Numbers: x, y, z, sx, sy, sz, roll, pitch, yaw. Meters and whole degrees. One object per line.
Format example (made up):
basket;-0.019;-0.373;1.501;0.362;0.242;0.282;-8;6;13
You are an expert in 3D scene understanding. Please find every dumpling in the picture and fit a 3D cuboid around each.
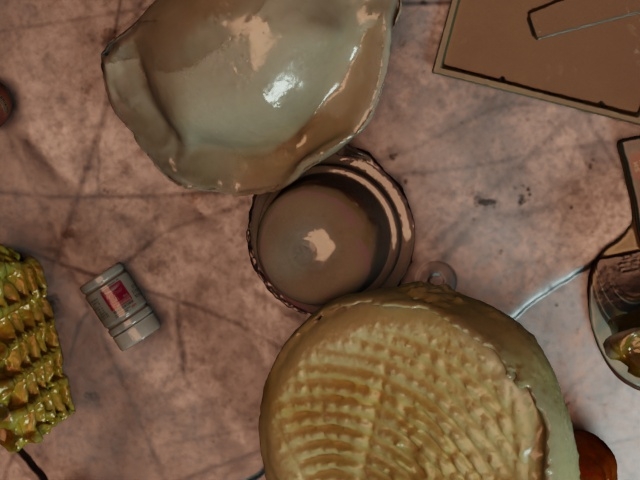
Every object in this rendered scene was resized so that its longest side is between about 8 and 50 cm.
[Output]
dumpling;-0.060;-0.195;1.546;0.341;0.181;0.260;-30;88;-5

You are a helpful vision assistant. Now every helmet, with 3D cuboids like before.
helmet;-0.393;-0.164;1.651;0.084;0.049;0.065;14;133;30

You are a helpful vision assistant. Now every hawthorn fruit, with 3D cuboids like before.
hawthorn fruit;0.271;0.274;1.599;0.140;0.125;0.125;11;98;-9

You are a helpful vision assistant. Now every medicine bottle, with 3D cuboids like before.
medicine bottle;-0.234;0.078;1.659;0.058;0.058;0.091;-33;93;9

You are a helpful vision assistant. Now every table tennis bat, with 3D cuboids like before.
table tennis bat;0.385;0.029;1.610;0.173;0.022;0.301;-11;98;6

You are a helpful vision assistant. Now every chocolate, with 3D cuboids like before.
chocolate;0.004;-0.006;1.582;0.221;0.147;0.221;0;93;7

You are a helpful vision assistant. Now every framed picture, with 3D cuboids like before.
framed picture;0.267;-0.246;1.590;0.250;0.016;0.184;14;98;4

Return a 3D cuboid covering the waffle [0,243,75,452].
waffle;-0.351;0.120;1.596;0.057;0.219;0.229;-12;97;5

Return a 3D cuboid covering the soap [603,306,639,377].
soap;0.507;0.192;1.537;0.304;0.169;0.339;-23;96;9

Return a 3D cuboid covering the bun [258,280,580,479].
bun;0.121;0.212;1.536;0.364;0.202;0.364;6;103;30
